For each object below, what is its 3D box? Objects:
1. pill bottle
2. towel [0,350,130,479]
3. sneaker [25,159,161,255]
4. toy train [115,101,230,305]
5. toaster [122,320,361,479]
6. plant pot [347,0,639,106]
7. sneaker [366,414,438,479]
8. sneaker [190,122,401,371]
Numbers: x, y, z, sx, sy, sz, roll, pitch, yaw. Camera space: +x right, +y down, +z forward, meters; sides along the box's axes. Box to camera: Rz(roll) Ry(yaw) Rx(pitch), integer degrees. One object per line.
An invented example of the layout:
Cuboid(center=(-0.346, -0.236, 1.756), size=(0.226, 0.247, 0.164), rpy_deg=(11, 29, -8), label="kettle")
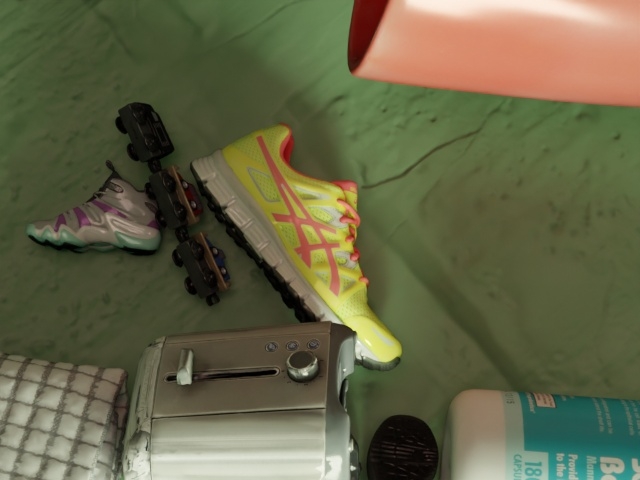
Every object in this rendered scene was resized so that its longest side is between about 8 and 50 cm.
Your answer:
Cuboid(center=(0.214, 0.179, 1.067), size=(0.264, 0.146, 0.146), rpy_deg=(3, 79, 1), label="pill bottle")
Cuboid(center=(-0.260, 0.209, 1.048), size=(0.235, 0.121, 0.284), rpy_deg=(10, 57, 1), label="towel")
Cuboid(center=(-0.165, -0.026, 1.165), size=(0.098, 0.038, 0.069), rpy_deg=(5, 77, -9), label="sneaker")
Cuboid(center=(-0.105, -0.028, 1.157), size=(0.027, 0.036, 0.158), rpy_deg=(-24, 88, 32), label="toy train")
Cuboid(center=(-0.047, 0.153, 1.060), size=(0.146, 0.227, 0.129), rpy_deg=(1, 45, 4), label="toaster")
Cuboid(center=(0.171, -0.215, 1.098), size=(0.243, 0.275, 0.275), rpy_deg=(15, 79, -6), label="plant pot")
Cuboid(center=(0.052, 0.210, 1.102), size=(0.051, 0.089, 0.170), rpy_deg=(6, 40, -6), label="sneaker")
Cuboid(center=(0.000, 0.000, 1.136), size=(0.094, 0.081, 0.208), rpy_deg=(-37, 81, -9), label="sneaker")
